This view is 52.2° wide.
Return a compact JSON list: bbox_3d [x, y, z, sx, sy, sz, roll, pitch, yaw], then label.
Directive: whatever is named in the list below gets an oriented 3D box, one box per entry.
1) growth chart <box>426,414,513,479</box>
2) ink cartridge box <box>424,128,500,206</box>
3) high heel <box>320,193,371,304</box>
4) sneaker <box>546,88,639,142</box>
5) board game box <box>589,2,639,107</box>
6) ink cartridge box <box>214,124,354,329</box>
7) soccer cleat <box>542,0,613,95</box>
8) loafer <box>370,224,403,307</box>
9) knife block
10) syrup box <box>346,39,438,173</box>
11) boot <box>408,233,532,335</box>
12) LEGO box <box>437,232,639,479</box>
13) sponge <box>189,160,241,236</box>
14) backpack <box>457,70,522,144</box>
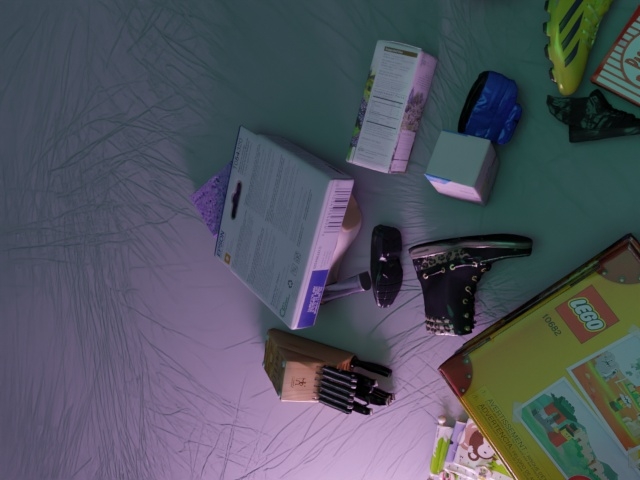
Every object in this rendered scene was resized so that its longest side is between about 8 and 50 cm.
[{"bbox_3d":[0.325,0.417,1.258,0.237,0.021,0.172,6,97,27],"label":"growth chart"},{"bbox_3d":[0.261,-0.126,1.181,0.092,0.143,0.090,19,86,26],"label":"ink cartridge box"},{"bbox_3d":[0.000,0.000,1.364,0.186,0.093,0.261,-19,78,42],"label":"high heel"},{"bbox_3d":[0.473,-0.215,1.101,0.170,0.051,0.089,-4,96,33],"label":"sneaker"},{"bbox_3d":[0.563,-0.276,1.052,0.193,0.045,0.147,36,109,21],"label":"board game box"},{"bbox_3d":[-0.090,-0.038,1.360,0.330,0.071,0.324,38,121,44],"label":"ink cartridge box"},{"bbox_3d":[0.433,-0.387,1.077,0.121,0.093,0.289,3,91,21],"label":"soccer cleat"},{"bbox_3d":[0.128,0.050,1.316,0.061,0.062,0.170,-148,59,-61],"label":"loafer"},{"bbox_3d":[0.020,0.276,1.384,0.276,0.242,0.088,-145,63,-70],"label":"knife block"},{"bbox_3d":[0.137,-0.253,1.254,0.096,0.093,0.237,20,104,26],"label":"syrup box"},{"bbox_3d":[0.284,0.082,1.214,0.236,0.085,0.178,-6,94,35],"label":"boot"},{"bbox_3d":[0.496,0.297,1.048,0.372,0.193,0.500,-39,77,22],"label":"LEGO box"},{"bbox_3d":[-0.197,-0.110,1.481,0.210,0.031,0.117,-37,78,26],"label":"sponge"},{"bbox_3d":[0.306,-0.237,1.167,0.101,0.098,0.120,16,104,-4],"label":"backpack"}]
